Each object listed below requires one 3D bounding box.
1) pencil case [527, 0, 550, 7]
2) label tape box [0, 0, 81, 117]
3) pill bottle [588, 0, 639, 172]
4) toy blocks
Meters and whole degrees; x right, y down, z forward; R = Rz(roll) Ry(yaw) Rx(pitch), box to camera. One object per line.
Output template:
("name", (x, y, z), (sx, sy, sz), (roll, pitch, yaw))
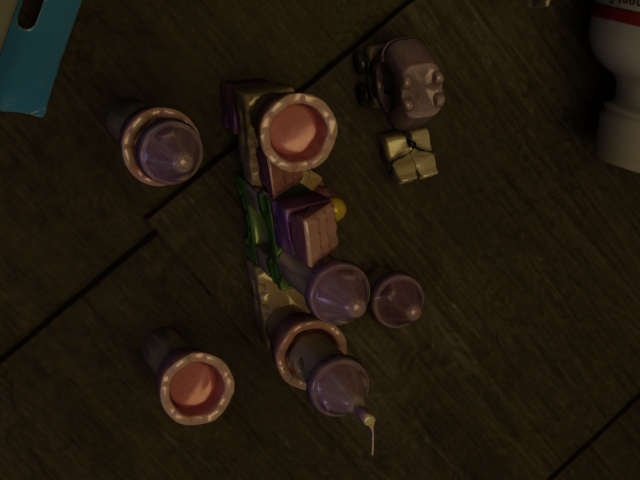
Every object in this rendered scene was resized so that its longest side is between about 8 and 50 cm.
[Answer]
("pencil case", (0.054, -0.334, 1.333), (0.410, 0.160, 0.183), (13, 85, -23))
("label tape box", (-0.306, -0.178, 1.182), (0.348, 0.115, 0.249), (1, 127, -38))
("pill bottle", (0.371, -0.258, 1.435), (0.229, 0.229, 0.407), (5, 103, -22))
("toy blocks", (0.000, 0.000, 1.350), (0.309, 0.260, 0.288), (-13, 108, -17))
